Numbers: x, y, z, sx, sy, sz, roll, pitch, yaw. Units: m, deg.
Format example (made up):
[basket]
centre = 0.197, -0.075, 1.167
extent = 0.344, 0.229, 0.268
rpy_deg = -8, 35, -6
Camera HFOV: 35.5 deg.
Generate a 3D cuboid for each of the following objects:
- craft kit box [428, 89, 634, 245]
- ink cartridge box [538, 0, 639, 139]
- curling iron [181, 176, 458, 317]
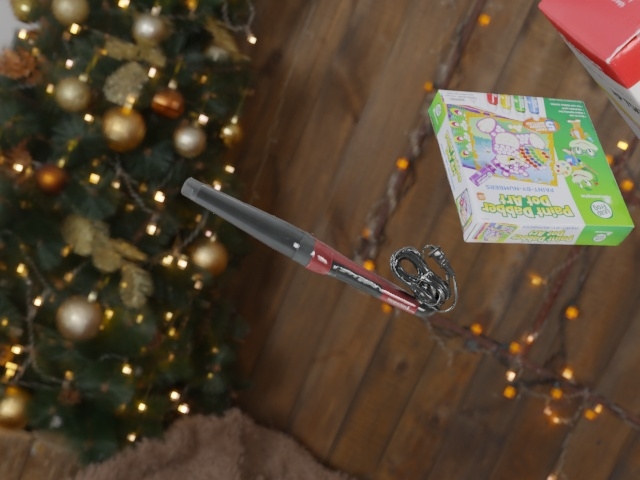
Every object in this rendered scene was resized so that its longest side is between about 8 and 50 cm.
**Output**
[craft kit box]
centre = 0.302, -0.107, 1.462
extent = 0.250, 0.061, 0.246
rpy_deg = 1, 57, -18
[ink cartridge box]
centre = 0.226, -0.111, 0.644
extent = 0.231, 0.078, 0.134
rpy_deg = 44, 14, -24
[curling iron]
centre = 0.000, 0.000, 0.928
extent = 0.274, 0.068, 0.035
rpy_deg = 21, -1, 4
